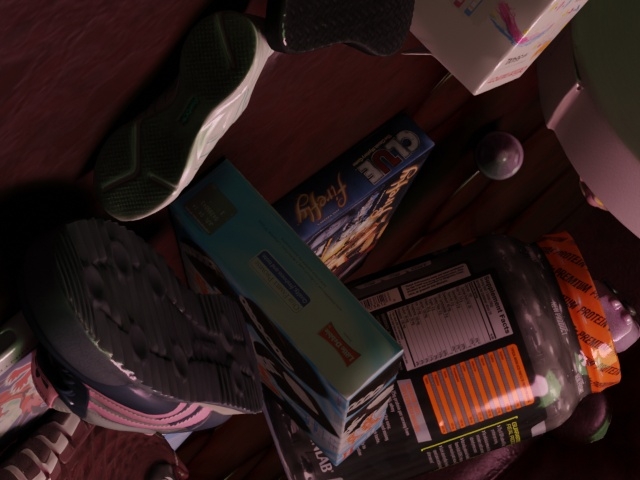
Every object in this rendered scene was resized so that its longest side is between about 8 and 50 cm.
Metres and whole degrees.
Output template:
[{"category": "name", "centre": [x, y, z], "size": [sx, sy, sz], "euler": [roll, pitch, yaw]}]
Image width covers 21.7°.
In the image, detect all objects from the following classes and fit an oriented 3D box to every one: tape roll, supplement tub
[{"category": "tape roll", "centre": [0.374, -0.129, 1.438], "size": [0.392, 0.392, 0.072], "euler": [-36, 166, -33]}, {"category": "supplement tub", "centre": [0.110, 0.120, 1.656], "size": [0.338, 0.207, 0.207], "euler": [-19, 168, 1]}]

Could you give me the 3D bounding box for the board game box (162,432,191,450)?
[{"category": "board game box", "centre": [-0.185, 0.209, 1.652], "size": [0.211, 0.039, 0.160], "euler": [-46, 169, 19]}]

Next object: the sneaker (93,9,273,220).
[{"category": "sneaker", "centre": [-0.073, -0.070, 0.969], "size": [0.152, 0.054, 0.061], "euler": [-48, 170, 22]}]

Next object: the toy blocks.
[{"category": "toy blocks", "centre": [0.322, -0.072, 1.700], "size": [0.309, 0.288, 0.260], "euler": [-41, 180, 5]}]

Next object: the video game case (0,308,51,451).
[{"category": "video game case", "centre": [-0.235, 0.117, 1.176], "size": [0.183, 0.023, 0.201], "euler": [-40, 169, -12]}]

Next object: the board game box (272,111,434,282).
[{"category": "board game box", "centre": [0.000, 0.000, 1.508], "size": [0.165, 0.042, 0.243], "euler": [-37, 167, -28]}]

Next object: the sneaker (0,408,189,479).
[{"category": "sneaker", "centre": [-0.190, 0.226, 1.260], "size": [0.106, 0.162, 0.281], "euler": [-32, -170, 47]}]

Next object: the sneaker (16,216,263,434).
[{"category": "sneaker", "centre": [-0.139, 0.074, 1.060], "size": [0.131, 0.112, 0.319], "euler": [-16, 160, 12]}]

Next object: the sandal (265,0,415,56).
[{"category": "sandal", "centre": [0.008, -0.143, 0.996], "size": [0.179, 0.040, 0.067], "euler": [-14, 113, -59]}]

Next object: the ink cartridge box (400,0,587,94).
[{"category": "ink cartridge box", "centre": [0.126, -0.175, 1.173], "size": [0.143, 0.090, 0.092], "euler": [-50, 167, 30]}]

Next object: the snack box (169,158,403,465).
[{"category": "snack box", "centre": [-0.027, 0.068, 1.295], "size": [0.060, 0.187, 0.322], "euler": [-41, 168, -11]}]
